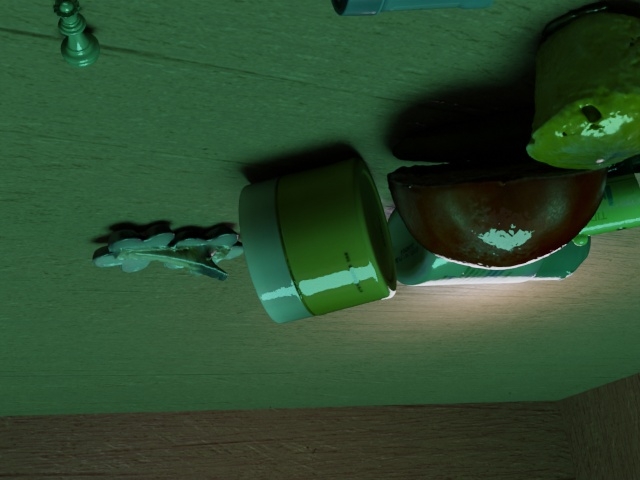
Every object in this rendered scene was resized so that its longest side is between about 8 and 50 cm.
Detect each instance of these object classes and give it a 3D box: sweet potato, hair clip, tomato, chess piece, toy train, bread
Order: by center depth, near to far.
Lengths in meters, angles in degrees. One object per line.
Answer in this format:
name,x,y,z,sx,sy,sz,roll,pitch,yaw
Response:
chess piece,-0.260,-0.224,1.190,0.042,0.042,0.093,-7,156,-5
bread,0.348,-0.179,1.393,0.197,0.170,0.197,-3,165,-1
tomato,0.253,-0.040,1.591,0.339,0.143,0.338,-6,-170,1
sweet potato,0.238,-0.144,1.604,0.273,0.075,0.075,-8,161,4
toy train,0.391,-0.066,1.763,0.253,0.157,0.105,-11,162,2
hair clip,-0.245,0.022,1.872,0.257,0.075,0.146,8,153,-25

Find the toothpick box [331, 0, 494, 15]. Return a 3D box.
toothpick box,0.090,-0.274,1.106,0.153,0.101,0.101,-5,161,-13

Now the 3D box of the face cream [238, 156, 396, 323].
face cream,0.000,0.000,1.678,0.179,0.218,0.218,-14,161,12

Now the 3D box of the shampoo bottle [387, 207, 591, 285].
shampoo bottle,0.300,-0.002,1.919,0.350,0.151,0.222,0,165,-23
